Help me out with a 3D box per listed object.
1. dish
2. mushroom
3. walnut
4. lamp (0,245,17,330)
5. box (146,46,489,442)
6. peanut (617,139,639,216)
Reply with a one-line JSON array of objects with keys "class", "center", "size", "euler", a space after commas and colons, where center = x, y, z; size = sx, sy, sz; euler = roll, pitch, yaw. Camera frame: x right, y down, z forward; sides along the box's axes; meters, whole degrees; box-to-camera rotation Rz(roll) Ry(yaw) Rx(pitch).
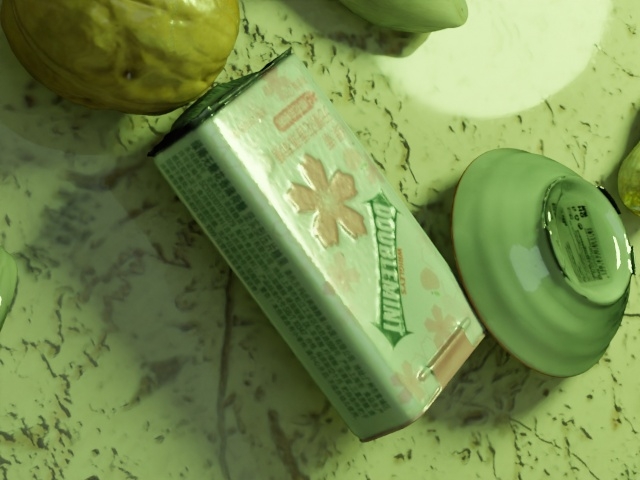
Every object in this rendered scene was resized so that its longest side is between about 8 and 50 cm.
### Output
[{"class": "dish", "center": [0.259, 0.009, 1.541], "size": [0.260, 0.085, 0.260], "euler": [19, 60, -35]}, {"class": "mushroom", "center": [0.065, -0.282, 1.550], "size": [0.212, 0.088, 0.097], "euler": [20, 65, -13]}, {"class": "walnut", "center": [-0.186, -0.213, 1.373], "size": [0.221, 0.195, 0.195], "euler": [16, 76, -21]}, {"class": "lamp", "center": [-0.348, 0.097, 1.271], "size": [0.108, 0.179, 0.246], "euler": [21, 94, -15]}, {"class": "box", "center": [0.000, 0.000, 1.446], "size": [0.370, 0.112, 0.190], "euler": [54, 42, -6]}, {"class": "peanut", "center": [0.407, -0.116, 1.671], "size": [0.087, 0.087, 0.207], "euler": [36, 71, -14]}]
